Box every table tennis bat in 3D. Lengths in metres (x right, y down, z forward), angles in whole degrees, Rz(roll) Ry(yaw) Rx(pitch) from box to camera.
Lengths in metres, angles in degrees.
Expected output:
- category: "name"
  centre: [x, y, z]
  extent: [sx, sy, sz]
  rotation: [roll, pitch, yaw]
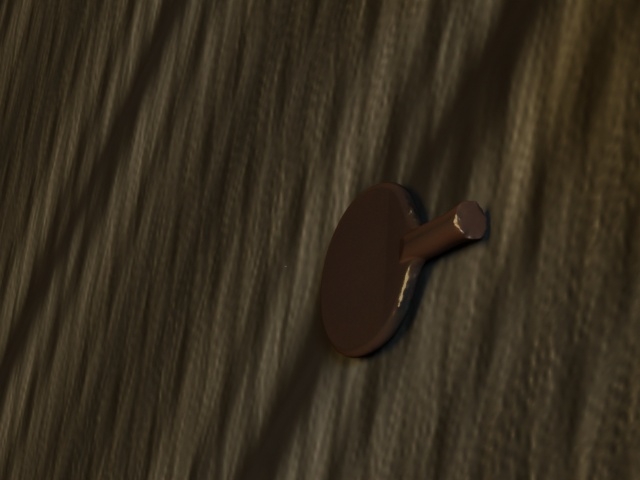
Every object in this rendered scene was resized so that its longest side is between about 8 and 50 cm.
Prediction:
- category: "table tennis bat"
  centre: [0.000, 0.000, 1.006]
  extent: [0.170, 0.119, 0.108]
  rotation: [-29, 53, 56]
